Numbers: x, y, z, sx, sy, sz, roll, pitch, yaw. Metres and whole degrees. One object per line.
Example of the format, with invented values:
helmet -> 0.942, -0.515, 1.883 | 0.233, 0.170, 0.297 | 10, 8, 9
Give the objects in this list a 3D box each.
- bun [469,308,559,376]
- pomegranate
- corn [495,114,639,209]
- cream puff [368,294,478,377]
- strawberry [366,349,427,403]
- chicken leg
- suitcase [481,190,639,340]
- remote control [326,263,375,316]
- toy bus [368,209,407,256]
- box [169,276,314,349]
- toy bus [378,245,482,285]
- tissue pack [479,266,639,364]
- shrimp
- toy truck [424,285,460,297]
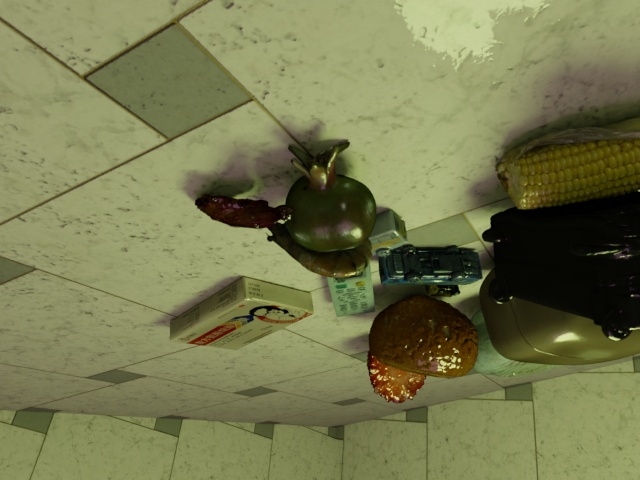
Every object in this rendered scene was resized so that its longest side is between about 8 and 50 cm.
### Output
bun -> 0.587, 0.274, 1.509 | 0.363, 0.211, 0.361 | -5, 150, -3
pomegranate -> 0.007, -0.071, 0.828 | 0.152, 0.131, 0.191 | -7, 129, 18
corn -> 0.441, -0.127, 0.822 | 0.306, 0.122, 0.123 | -11, -171, 15
cream puff -> 0.276, 0.249, 1.374 | 0.304, 0.211, 0.303 | 14, 169, 3
strawberry -> 0.220, 0.422, 1.739 | 0.234, 0.233, 0.178 | 7, 170, -24
chicken leg -> -0.123, -0.049, 0.847 | 0.205, 0.053, 0.093 | 4, 168, 23
suitcase -> 0.496, 0.015, 0.876 | 0.340, 0.188, 0.345 | -12, -175, -14
remote control -> 0.075, 0.116, 1.270 | 0.103, 0.051, 0.293 | -9, 149, 3
toy bus -> 0.077, 0.004, 1.039 | 0.191, 0.064, 0.075 | -20, 144, 24
box -> -0.213, 0.202, 1.360 | 0.214, 0.069, 0.353 | 19, 142, -40
toy bus -> 0.245, 0.066, 1.176 | 0.237, 0.079, 0.094 | 1, 153, -14
tissue pack -> 0.594, 0.141, 1.191 | 0.388, 0.267, 0.277 | 4, 155, -17
shrimp -> 0.000, 0.000, 0.943 | 0.150, 0.217, 0.051 | -31, 138, -38
toy truck -> 0.308, 0.119, 1.326 | 0.084, 0.048, 0.054 | 7, 151, -27
